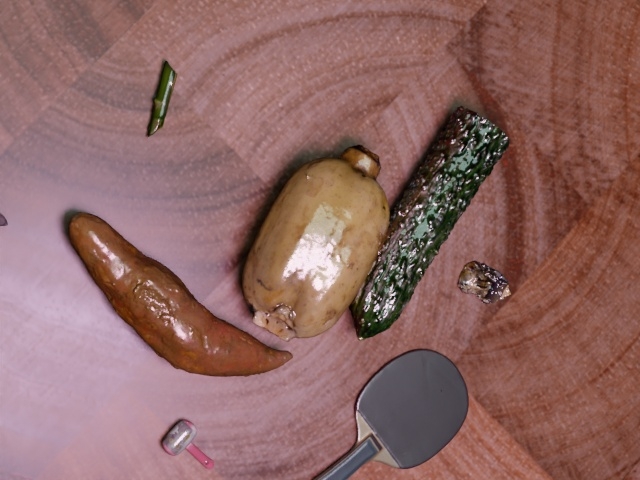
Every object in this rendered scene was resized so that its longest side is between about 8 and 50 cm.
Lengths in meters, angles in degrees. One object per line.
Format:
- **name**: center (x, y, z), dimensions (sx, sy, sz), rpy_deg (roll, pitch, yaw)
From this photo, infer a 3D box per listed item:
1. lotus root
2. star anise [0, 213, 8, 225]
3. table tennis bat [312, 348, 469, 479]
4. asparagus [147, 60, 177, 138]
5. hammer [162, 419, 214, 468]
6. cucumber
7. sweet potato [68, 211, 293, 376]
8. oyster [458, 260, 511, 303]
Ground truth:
- **lotus root**: center (0.000, 0.000, 1.917), dimensions (0.160, 0.146, 0.284), rpy_deg (33, 80, -26)
- **star anise**: center (-0.527, -0.059, 1.763), dimensions (0.283, 0.129, 0.212), rpy_deg (24, 67, -21)
- **table tennis bat**: center (0.098, 0.270, 2.022), dimensions (0.274, 0.021, 0.154), rpy_deg (-39, 102, -15)
- **asparagus**: center (-0.213, -0.188, 1.905), dimensions (0.021, 0.025, 0.108), rpy_deg (14, 90, 2)
- **hammer**: center (-0.175, 0.285, 1.931), dimensions (0.052, 0.031, 0.083), rpy_deg (-47, 115, -8)
- **cucumber**: center (0.139, -0.017, 1.991), dimensions (0.096, 0.096, 0.359), rpy_deg (34, 84, -16)
- **sweet potato**: center (-0.204, 0.097, 1.879), dimensions (0.354, 0.095, 0.106), rpy_deg (37, 85, -14)
- **oyster**: center (0.243, 0.063, 2.063), dimensions (0.083, 0.019, 0.054), rpy_deg (25, 83, -17)
